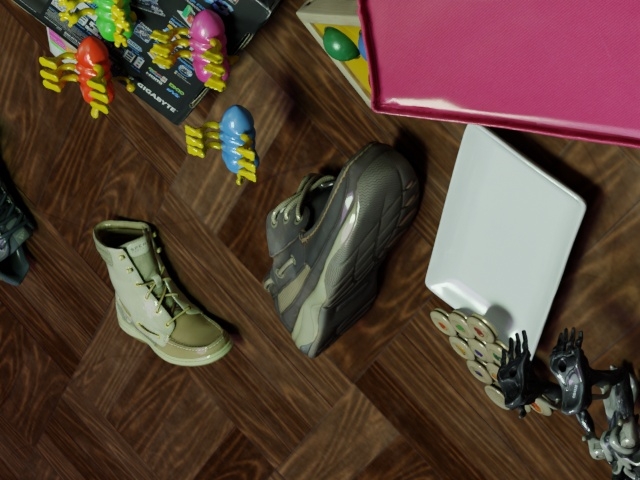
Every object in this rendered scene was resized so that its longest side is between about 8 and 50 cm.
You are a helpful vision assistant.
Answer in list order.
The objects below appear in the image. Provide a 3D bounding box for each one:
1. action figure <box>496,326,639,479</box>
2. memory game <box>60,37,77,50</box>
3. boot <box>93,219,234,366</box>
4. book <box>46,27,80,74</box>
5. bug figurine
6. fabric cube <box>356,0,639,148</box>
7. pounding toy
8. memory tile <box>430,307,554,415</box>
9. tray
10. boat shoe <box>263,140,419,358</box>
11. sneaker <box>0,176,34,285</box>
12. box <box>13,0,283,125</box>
[{"bbox_3d":[0.308,0.170,1.695,0.276,0.141,0.164,34,148,-25],"label":"action figure"},{"bbox_3d":[-0.255,-0.278,2.027,0.186,0.012,0.186,19,133,21],"label":"memory game"},{"bbox_3d":[-0.209,0.065,2.311,0.213,0.077,0.165,22,137,43],"label":"boot"},{"bbox_3d":[-0.294,-0.267,2.111,0.096,0.035,0.144,32,143,30],"label":"book"},{"bbox_3d":[-0.165,-0.175,1.856,0.279,0.072,0.216,26,143,20],"label":"bug figurine"},{"bbox_3d":[0.182,-0.243,1.242,0.254,0.258,0.259,11,133,25],"label":"fabric cube"},{"bbox_3d":[0.104,-0.160,1.605,0.181,0.094,0.206,50,161,-29],"label":"pounding toy"},{"bbox_3d":[0.181,0.130,1.892,0.148,0.012,0.113,51,161,-21],"label":"memory tile"},{"bbox_3d":[0.186,0.001,1.770,0.145,0.030,0.270,39,147,21],"label":"tray"},{"bbox_3d":[0.000,0.000,1.915,0.130,0.132,0.355,43,147,13],"label":"boat shoe"},{"bbox_3d":[-0.464,-0.047,2.517,0.121,0.111,0.300,28,149,16],"label":"sneaker"},{"bbox_3d":[-0.202,-0.285,1.873,0.295,0.073,0.293,37,148,-6],"label":"box"}]
